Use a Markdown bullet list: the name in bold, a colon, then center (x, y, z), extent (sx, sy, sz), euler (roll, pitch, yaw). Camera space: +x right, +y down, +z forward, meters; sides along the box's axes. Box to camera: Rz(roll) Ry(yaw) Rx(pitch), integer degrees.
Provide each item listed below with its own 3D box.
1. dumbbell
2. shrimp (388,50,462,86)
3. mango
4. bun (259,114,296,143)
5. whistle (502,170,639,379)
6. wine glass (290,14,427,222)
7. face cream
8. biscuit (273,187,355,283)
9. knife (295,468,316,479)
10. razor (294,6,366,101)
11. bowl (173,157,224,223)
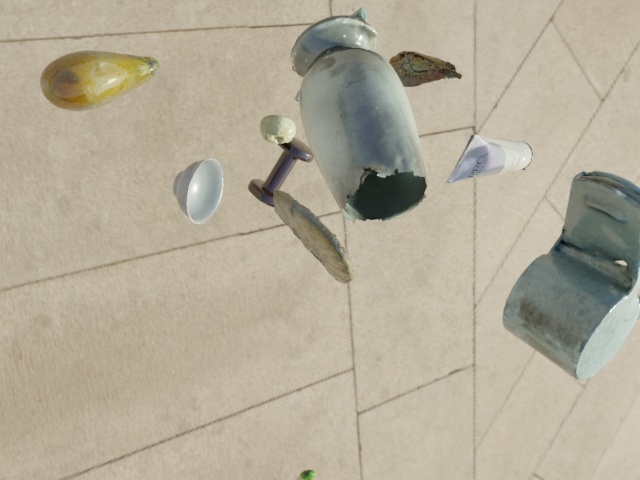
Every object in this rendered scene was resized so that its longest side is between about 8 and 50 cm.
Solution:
- **dumbbell**: center (-0.126, -0.224, 1.946), extent (0.225, 0.140, 0.124), euler (-56, 155, 18)
- **shrimp**: center (0.246, -0.401, 1.432), extent (0.043, 0.184, 0.091), euler (34, 69, -67)
- **mango**: center (-0.573, -0.429, 1.586), extent (0.316, 0.193, 0.146), euler (-30, 113, -36)
- **bun**: center (-0.098, -0.249, 1.391), extent (0.086, 0.086, 0.054), euler (15, 70, -34)
- **whistle**: center (0.482, 0.072, 1.093), extent (0.188, 0.168, 0.404), euler (-6, 122, -40)
- **wine glass**: center (0.037, -0.125, 0.620), extent (0.111, 0.111, 0.204), euler (1, 61, -32)
- **face cream**: center (0.300, -0.147, 1.059), extent (0.244, 0.058, 0.092), euler (-12, 134, -49)
- **biscuit**: center (-0.001, 0.001, 1.308), extent (0.038, 0.141, 0.290), euler (-47, 113, -17)
- **knife**: center (-0.025, 0.396, 0.986), extent (0.054, 0.212, 0.015), euler (-2, 60, -10)
- **razor**: center (0.014, -0.478, 1.562), extent (0.056, 0.111, 0.278), euler (35, 88, -16)
- **bowl**: center (-0.352, -0.147, 1.681), extent (0.189, 0.086, 0.189), euler (16, 90, -73)
